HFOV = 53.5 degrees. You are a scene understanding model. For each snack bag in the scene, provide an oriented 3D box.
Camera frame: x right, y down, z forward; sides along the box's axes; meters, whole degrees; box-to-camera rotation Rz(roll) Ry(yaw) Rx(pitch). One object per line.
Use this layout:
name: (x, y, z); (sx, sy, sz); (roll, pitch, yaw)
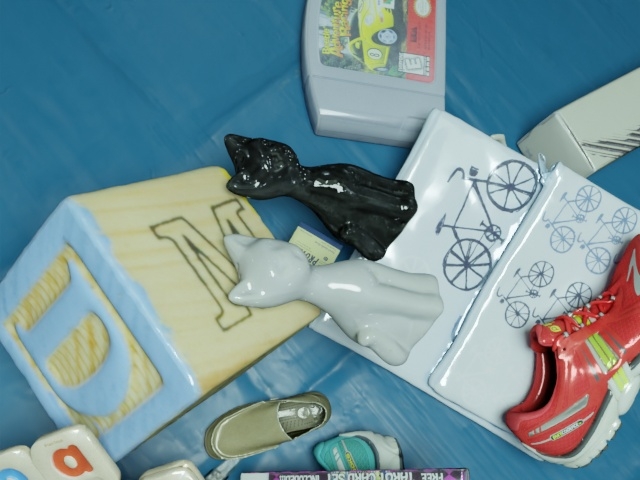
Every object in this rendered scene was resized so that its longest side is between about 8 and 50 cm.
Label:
snack bag: (0.204, 0.044, 0.753); (0.342, 0.037, 0.323); (30, 90, -1)

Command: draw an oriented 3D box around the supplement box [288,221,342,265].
supplement box: (-0.025, 0.036, 0.734); (0.056, 0.083, 0.083); (30, 71, -2)

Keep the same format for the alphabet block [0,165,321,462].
alphabet block: (-0.154, 0.065, 0.605); (0.193, 0.192, 0.197); (55, 33, 6)

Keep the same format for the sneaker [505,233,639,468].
sneaker: (0.293, 0.108, 0.689); (0.118, 0.107, 0.279); (27, 89, 1)

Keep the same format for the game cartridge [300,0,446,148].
game cartridge: (0.071, -0.274, 0.861); (0.196, 0.060, 0.294); (5, 73, -6)

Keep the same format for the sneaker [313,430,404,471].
sneaker: (0.037, 0.344, 0.666); (0.109, 0.107, 0.275); (-2, 69, 8)

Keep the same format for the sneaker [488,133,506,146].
sneaker: (0.222, -0.043, 0.805); (0.069, 0.084, 0.186); (-8, 76, -13)

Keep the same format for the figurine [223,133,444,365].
figurine: (0.000, 0.000, 0.617); (0.209, 0.092, 0.215); (19, 43, -27)

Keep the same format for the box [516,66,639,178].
box: (0.417, -0.170, 0.868); (0.275, 0.113, 0.094); (-28, 82, -16)

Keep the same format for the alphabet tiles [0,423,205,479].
alphabet tiles: (-0.205, 0.288, 0.565); (0.284, 0.021, 0.278); (-22, 111, 13)

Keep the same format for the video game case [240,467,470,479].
video game case: (0.032, 0.327, 0.598); (0.232, 0.042, 0.210); (-7, 70, 18)

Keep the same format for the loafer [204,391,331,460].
loafer: (-0.056, 0.200, 0.699); (0.148, 0.050, 0.056); (-18, 78, -16)
